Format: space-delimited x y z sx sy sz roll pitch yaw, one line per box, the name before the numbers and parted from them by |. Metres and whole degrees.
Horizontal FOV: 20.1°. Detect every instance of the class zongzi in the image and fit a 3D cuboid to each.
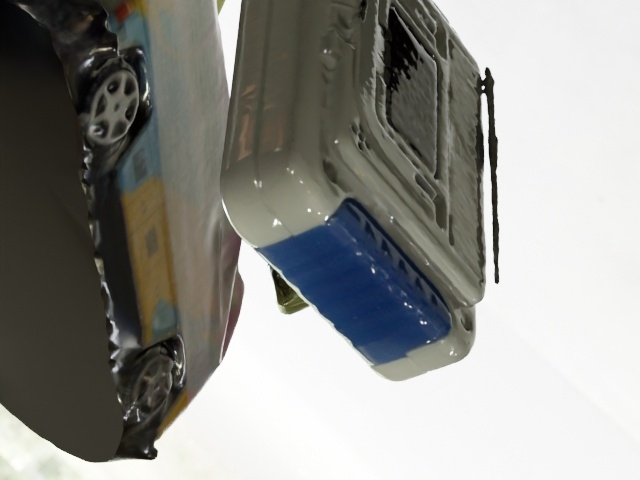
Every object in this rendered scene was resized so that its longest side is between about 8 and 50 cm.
zongzi | 0.000 0.000 1.573 0.052 0.104 0.113 70 -176 -56

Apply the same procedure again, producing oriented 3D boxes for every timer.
timer | 0.028 -0.066 0.977 0.178 0.078 0.253 47 -147 -39

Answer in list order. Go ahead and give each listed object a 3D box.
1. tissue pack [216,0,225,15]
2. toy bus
tissue pack | -0.181 -0.322 1.737 0.234 0.159 0.125 29 179 -25
toy bus | -0.141 -0.040 1.169 0.171 0.162 0.386 23 136 29
